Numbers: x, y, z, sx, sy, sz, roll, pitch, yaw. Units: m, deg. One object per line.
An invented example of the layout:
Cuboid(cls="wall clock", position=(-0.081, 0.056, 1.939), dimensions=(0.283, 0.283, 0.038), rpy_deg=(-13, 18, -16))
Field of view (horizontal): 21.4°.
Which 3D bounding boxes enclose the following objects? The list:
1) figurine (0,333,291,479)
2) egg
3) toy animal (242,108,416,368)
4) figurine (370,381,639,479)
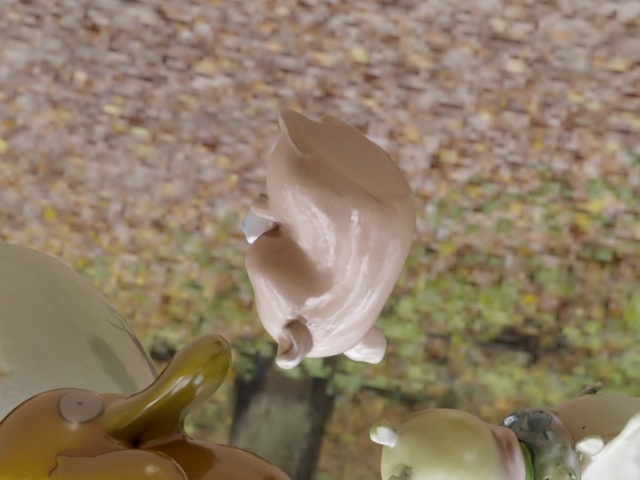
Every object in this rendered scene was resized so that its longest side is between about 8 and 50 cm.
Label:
Cuboid(cls="figurine", position=(-0.103, 0.181, 1.109), dimensions=(0.228, 0.215, 0.215), rpy_deg=(55, 169, 5))
Cuboid(cls="egg", position=(-0.266, 0.168, 1.444), dimensions=(0.345, 0.283, 0.283), rpy_deg=(51, 179, 16))
Cuboid(cls="toy animal", position=(-0.002, 0.003, 1.997), dimensions=(0.213, 0.256, 0.195), rpy_deg=(35, -157, 32))
Cuboid(cls="figurine", position=(0.222, 0.220, 1.680), dimensions=(0.394, 0.226, 0.274), rpy_deg=(10, 143, -34))
